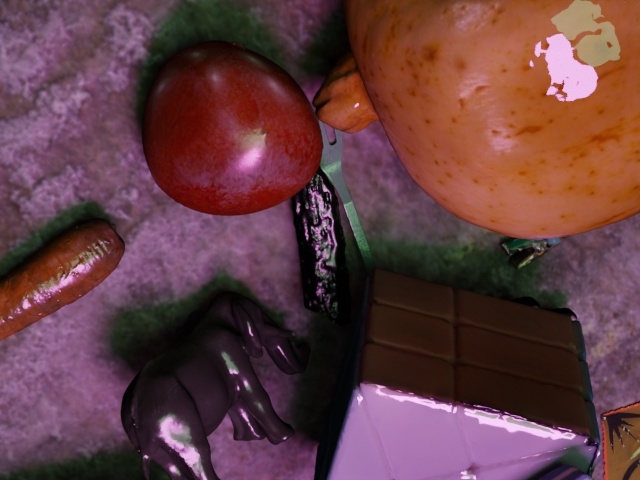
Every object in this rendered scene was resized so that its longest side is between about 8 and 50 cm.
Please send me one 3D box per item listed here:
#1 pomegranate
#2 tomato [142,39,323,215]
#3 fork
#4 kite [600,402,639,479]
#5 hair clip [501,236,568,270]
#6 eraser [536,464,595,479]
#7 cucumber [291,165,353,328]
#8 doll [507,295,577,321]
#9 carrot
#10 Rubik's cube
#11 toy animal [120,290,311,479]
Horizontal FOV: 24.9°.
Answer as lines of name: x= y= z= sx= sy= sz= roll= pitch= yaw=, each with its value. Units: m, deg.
pomegranate: x=0.176 y=-0.185 z=1.285 sx=0.410 sy=0.410 sz=0.410 roll=-5 pitch=107 yaw=-17
tomato: x=-0.078 y=-0.094 z=1.319 sx=0.167 sy=0.167 sz=0.167 roll=-5 pitch=107 yaw=-17
fork: x=0.030 y=-0.022 z=1.448 sx=0.039 sy=0.021 sz=0.235 roll=-22 pitch=113 yaw=-8
kite: x=0.437 y=0.279 z=1.676 sx=0.327 sy=0.013 sz=0.377 roll=35 pitch=94 yaw=-23
hair clip: x=0.270 y=-0.021 z=1.516 sx=0.173 sy=0.049 sz=0.049 roll=-27 pitch=112 yaw=-9
eraser: x=0.164 y=0.274 z=1.262 sx=0.225 sy=0.036 sz=0.082 roll=-38 pitch=110 yaw=21
cucumber: x=0.000 y=0.000 z=1.423 sx=0.053 sy=0.053 sz=0.182 roll=-13 pitch=110 yaw=-15
doll: x=0.163 y=0.105 z=1.503 sx=0.219 sy=0.067 sz=0.091 roll=-4 pitch=123 yaw=-16
carrot: x=-0.263 y=0.045 z=1.346 sx=0.186 sy=0.060 sz=0.060 roll=-35 pitch=113 yaw=-4
Rubik's cube: x=0.119 y=0.192 z=1.371 sx=0.221 sy=0.225 sz=0.231 roll=14 pitch=117 yaw=-2
toy animal: x=-0.090 y=0.140 z=1.373 sx=0.114 sy=0.245 sz=0.146 roll=-27 pitch=100 yaw=32
